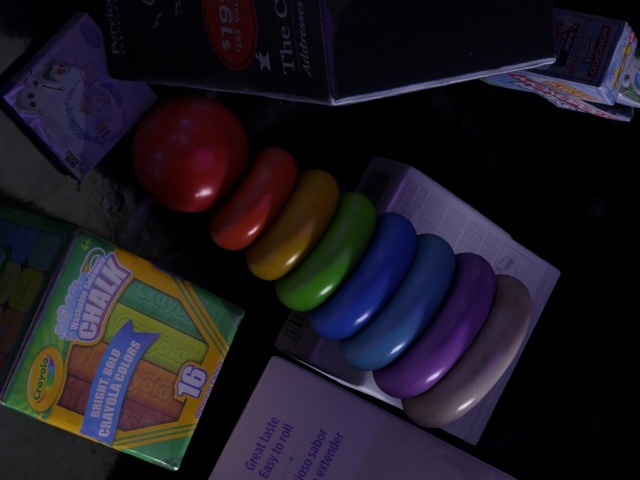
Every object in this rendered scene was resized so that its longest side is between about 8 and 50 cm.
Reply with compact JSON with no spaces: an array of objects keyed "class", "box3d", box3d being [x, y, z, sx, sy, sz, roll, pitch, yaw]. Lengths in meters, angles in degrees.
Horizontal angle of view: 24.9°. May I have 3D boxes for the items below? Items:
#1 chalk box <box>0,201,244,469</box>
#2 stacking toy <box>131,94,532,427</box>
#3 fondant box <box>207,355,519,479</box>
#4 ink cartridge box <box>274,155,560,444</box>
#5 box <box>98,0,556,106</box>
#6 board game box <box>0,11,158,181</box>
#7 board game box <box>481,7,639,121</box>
[{"class":"chalk box","box3d":[-0.187,0.059,1.029,0.213,0.132,0.132,29,81,-41]},{"class":"stacking toy","box3d":[0.000,0.000,1.125,0.330,0.141,0.141,37,80,-11]},{"class":"fondant box","box3d":[0.054,0.273,1.174,0.330,0.096,0.238,27,86,5]},{"class":"ink cartridge box","box3d":[0.091,0.058,1.285,0.232,0.066,0.189,32,84,-43]},{"class":"box","box3d":[-0.023,-0.276,0.949,0.179,0.312,0.343,-14,105,-29]},{"class":"board game box","box3d":[-0.180,-0.107,1.077,0.090,0.020,0.090,-48,123,-15]},{"class":"board game box","box3d":[0.210,-0.148,1.219,0.194,0.194,0.060,20,91,-35]}]
